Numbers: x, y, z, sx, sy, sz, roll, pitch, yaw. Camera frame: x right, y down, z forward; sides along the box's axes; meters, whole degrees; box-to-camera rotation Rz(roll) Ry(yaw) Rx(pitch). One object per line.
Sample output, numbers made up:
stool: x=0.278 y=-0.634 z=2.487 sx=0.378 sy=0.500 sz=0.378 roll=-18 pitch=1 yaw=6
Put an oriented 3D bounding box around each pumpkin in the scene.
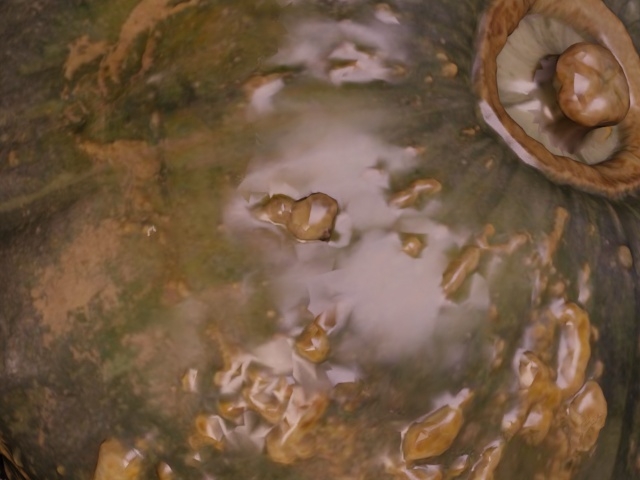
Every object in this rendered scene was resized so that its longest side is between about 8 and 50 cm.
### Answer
pumpkin: x=0.000 y=0.000 z=0.610 sx=0.291 sy=0.257 sz=0.328 roll=19 pitch=57 yaw=-34
